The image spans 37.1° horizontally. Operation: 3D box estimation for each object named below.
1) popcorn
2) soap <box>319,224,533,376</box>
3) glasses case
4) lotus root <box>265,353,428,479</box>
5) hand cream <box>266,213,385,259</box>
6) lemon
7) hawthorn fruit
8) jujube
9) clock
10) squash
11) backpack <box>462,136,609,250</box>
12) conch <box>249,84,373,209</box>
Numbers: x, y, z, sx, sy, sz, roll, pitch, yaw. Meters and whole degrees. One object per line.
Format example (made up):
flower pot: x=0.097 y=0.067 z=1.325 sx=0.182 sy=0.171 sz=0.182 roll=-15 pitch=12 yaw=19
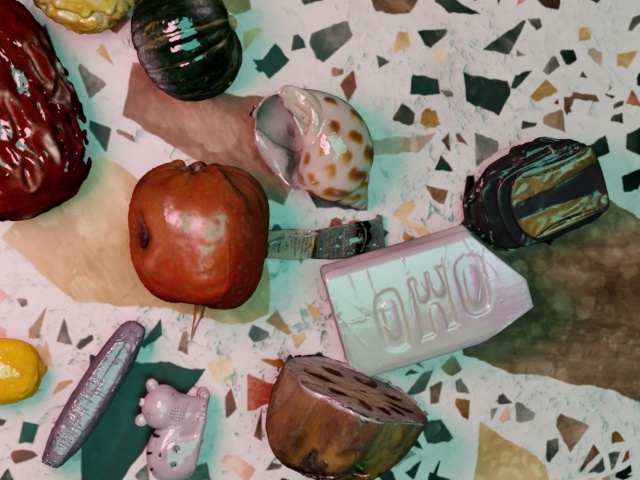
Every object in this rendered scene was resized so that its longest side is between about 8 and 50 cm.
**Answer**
popcorn: x=-0.389 y=-0.437 z=1.548 sx=0.198 sy=0.198 sz=0.212 roll=-3 pitch=125 yaw=-13
soap: x=0.192 y=0.102 z=1.721 sx=0.347 sy=0.115 sz=0.208 roll=-16 pitch=98 yaw=-4
glasses case: x=-0.384 y=0.260 z=1.620 sx=0.067 sy=0.109 sz=0.282 roll=34 pitch=85 yaw=-7
lotus root: x=0.035 y=0.327 z=1.661 sx=0.272 sy=0.272 sz=0.192 roll=23 pitch=92 yaw=-13
hand cream: x=0.000 y=-0.001 z=1.740 sx=0.248 sy=0.052 sz=0.075 roll=-6 pitch=119 yaw=-19
lemon: x=-0.534 y=0.218 z=1.583 sx=0.155 sy=0.114 sz=0.114 roll=-1 pitch=92 yaw=-12
hawthorn fruit: x=-0.200 y=-0.012 z=1.595 sx=0.258 sy=0.258 sz=0.261 roll=-28 pitch=124 yaw=-11
jujube: x=-0.519 y=-0.217 z=1.512 sx=0.258 sy=0.258 sz=0.376 roll=-26 pitch=93 yaw=-11
clock: x=-0.268 y=0.335 z=1.664 sx=0.117 sy=0.080 sz=0.176 roll=12 pitch=88 yaw=-14
squash: x=-0.222 y=-0.336 z=1.595 sx=0.172 sy=0.218 sz=0.218 roll=-32 pitch=98 yaw=1
backpack: x=0.390 y=-0.082 z=1.787 sx=0.258 sy=0.133 sz=0.206 roll=-25 pitch=105 yaw=-5
conch: x=0.007 y=-0.159 z=1.682 sx=0.149 sy=0.183 sz=0.274 roll=-39 pitch=113 yaw=-47
